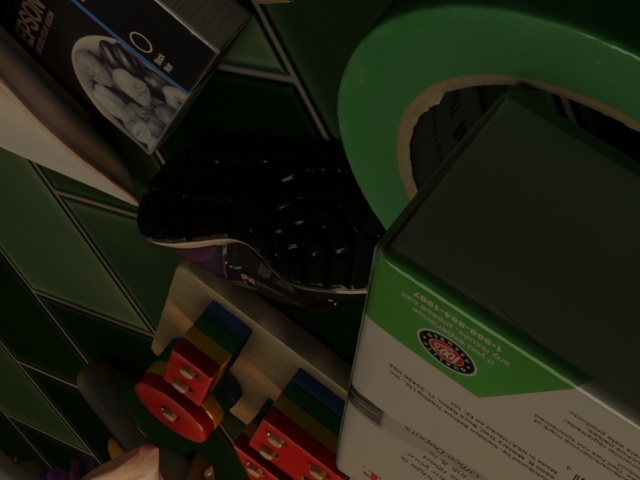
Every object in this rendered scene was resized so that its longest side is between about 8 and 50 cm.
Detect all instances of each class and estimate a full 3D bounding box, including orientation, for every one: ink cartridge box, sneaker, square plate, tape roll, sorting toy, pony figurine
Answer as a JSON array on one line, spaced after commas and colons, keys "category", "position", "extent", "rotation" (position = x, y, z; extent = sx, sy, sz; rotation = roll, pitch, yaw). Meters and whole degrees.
[{"category": "ink cartridge box", "position": [-0.163, -0.171, 1.017], "extent": [0.208, 0.045, 0.206], "rotation": [42, 156, -3]}, {"category": "sneaker", "position": [0.000, 0.000, 1.051], "extent": [0.283, 0.107, 0.124], "rotation": [14, 161, 49]}, {"category": "square plate", "position": [-0.330, -0.161, 1.156], "extent": [0.344, 0.049, 0.347], "rotation": [24, 170, 20]}, {"category": "tape roll", "position": [0.160, -0.024, 0.788], "extent": [0.321, 0.077, 0.321], "rotation": [31, 155, 16]}, {"category": "sorting toy", "position": [-0.060, 0.159, 1.384], "extent": [0.257, 0.089, 0.255], "rotation": [37, 156, 4]}, {"category": "pony figurine", "position": [-0.211, 0.287, 1.535], "extent": [0.363, 0.351, 0.303], "rotation": [22, 125, 34]}, {"category": "ink cartridge box", "position": [0.130, 0.086, 0.775], "extent": [0.211, 0.121, 0.289], "rotation": [33, 155, 12]}]

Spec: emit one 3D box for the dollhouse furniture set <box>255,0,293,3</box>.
[{"category": "dollhouse furniture set", "position": [-0.121, -0.175, 0.853], "extent": [0.161, 0.101, 0.182], "rotation": [34, 169, -29]}]
